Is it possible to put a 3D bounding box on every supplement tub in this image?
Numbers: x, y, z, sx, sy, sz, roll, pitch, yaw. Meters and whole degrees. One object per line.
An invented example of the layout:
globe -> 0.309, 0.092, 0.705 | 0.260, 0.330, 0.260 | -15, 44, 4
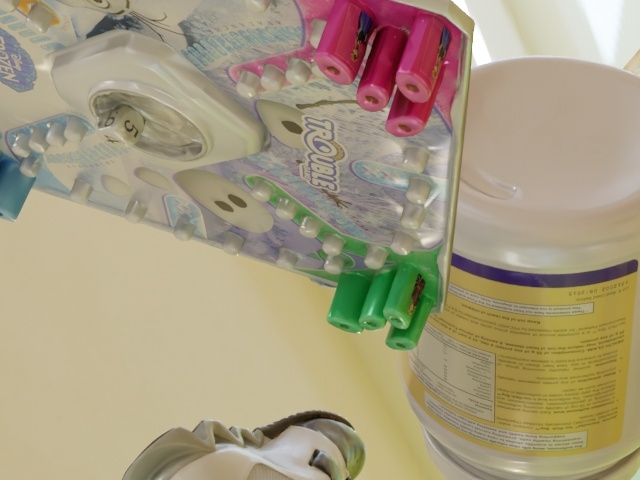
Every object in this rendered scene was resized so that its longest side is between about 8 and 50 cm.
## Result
supplement tub -> 0.181, 0.042, 1.346 | 0.241, 0.241, 0.331 | -80, -11, -48

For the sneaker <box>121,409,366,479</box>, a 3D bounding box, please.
sneaker -> -0.033, 0.239, 1.445 | 0.146, 0.122, 0.330 | 45, -160, 22

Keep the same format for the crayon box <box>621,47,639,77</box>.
crayon box -> 0.383, -0.124, 1.442 | 0.203, 0.323, 0.083 | 29, -135, -7

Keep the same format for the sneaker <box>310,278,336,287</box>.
sneaker -> 0.000, 0.000, 1.322 | 0.059, 0.053, 0.144 | 53, 177, 14

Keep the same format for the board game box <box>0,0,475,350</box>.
board game box -> -0.107, -0.073, 1.017 | 0.390, 0.390, 0.050 | 87, -157, -64
